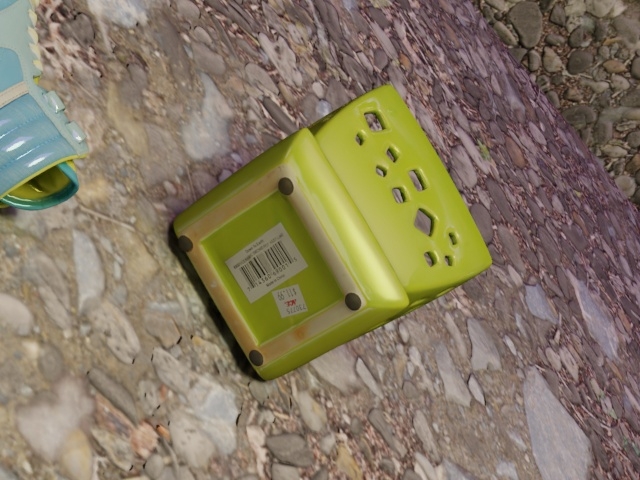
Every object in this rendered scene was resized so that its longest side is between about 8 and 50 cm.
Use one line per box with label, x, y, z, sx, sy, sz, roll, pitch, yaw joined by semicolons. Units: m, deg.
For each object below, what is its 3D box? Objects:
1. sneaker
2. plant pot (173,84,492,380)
sneaker;-0.266;-0.142;0.922;0.208;0.127;0.319;44;40;-23
plant pot;0.000;0.000;1.121;0.227;0.228;0.207;60;34;2
